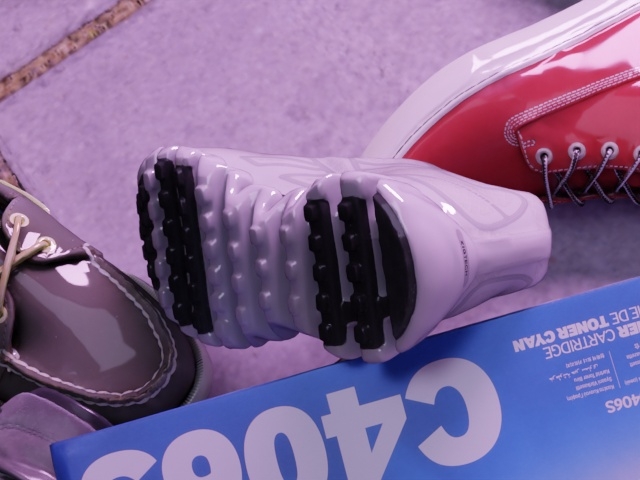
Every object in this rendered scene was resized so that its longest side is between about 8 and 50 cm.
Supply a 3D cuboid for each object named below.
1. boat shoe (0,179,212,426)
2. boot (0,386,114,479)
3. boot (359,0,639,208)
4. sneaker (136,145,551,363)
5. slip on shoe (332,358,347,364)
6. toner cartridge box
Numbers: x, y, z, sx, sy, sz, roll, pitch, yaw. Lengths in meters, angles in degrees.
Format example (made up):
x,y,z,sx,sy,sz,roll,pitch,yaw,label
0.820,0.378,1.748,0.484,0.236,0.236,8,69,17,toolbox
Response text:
x,y,z,sx,sy,sz,roll,pitch,yaw,label
-0.196,0.022,1.004,0.305,0.091,0.109,28,72,30,boat shoe
-0.286,0.171,0.926,0.338,0.118,0.222,9,55,3,boot
0.152,-0.036,0.933,0.244,0.088,0.176,-31,57,-6,boot
0.000,0.000,0.898,0.118,0.110,0.292,-13,15,-34,sneaker
-0.027,0.114,0.923,0.041,0.051,0.135,33,82,24,slip on shoe
0.054,0.135,0.836,0.348,0.075,0.165,-17,76,6,toner cartridge box
